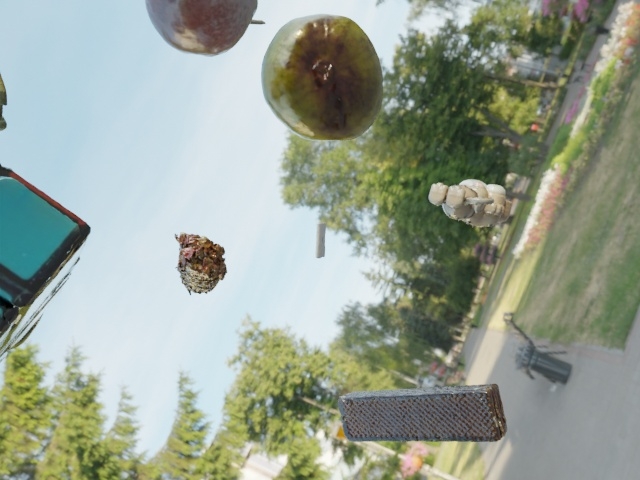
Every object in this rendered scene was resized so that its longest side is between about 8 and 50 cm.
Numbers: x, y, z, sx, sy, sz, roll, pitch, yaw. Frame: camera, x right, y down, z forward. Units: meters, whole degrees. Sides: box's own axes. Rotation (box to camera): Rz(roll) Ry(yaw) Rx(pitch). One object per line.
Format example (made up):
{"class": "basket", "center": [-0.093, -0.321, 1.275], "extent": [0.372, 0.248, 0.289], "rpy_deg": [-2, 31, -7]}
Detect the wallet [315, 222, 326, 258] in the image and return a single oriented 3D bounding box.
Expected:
{"class": "wallet", "center": [0.000, 0.000, 1.395], "extent": [0.044, 0.011, 0.083], "rpy_deg": [-8, -80, -67]}

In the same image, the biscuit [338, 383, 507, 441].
{"class": "biscuit", "center": [0.217, 0.389, 1.338], "extent": [0.073, 0.388, 0.107], "rpy_deg": [-6, -96, -56]}

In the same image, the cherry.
{"class": "cherry", "center": [-0.299, -0.651, 1.508], "extent": [0.335, 0.291, 0.327], "rpy_deg": [96, -178, -54]}

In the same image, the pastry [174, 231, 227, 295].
{"class": "pastry", "center": [-0.188, 0.043, 0.925], "extent": [0.169, 0.087, 0.063], "rpy_deg": [112, 176, -70]}

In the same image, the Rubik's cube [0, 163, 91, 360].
{"class": "Rubik's cube", "center": [-0.433, 0.042, 0.568], "extent": [0.293, 0.283, 0.289], "rpy_deg": [-36, 19, 56]}

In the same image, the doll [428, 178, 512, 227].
{"class": "doll", "center": [0.367, -0.094, 1.452], "extent": [0.278, 0.154, 0.119], "rpy_deg": [3, -80, -61]}

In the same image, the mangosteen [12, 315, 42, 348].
{"class": "mangosteen", "center": [-0.871, 0.152, 1.526], "extent": [0.302, 0.274, 0.275], "rpy_deg": [22, -92, -53]}

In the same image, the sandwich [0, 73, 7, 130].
{"class": "sandwich", "center": [-0.728, -0.290, 1.266], "extent": [0.090, 0.088, 0.245], "rpy_deg": [-25, -32, -46]}

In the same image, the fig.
{"class": "fig", "center": [0.006, -0.176, 0.663], "extent": [0.136, 0.120, 0.153], "rpy_deg": [-48, -48, -2]}
